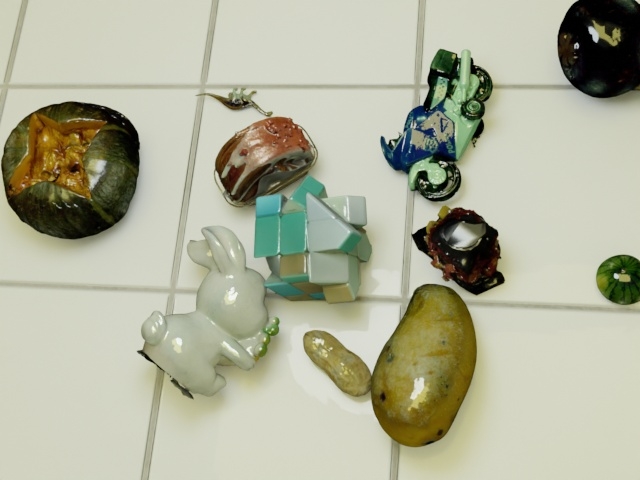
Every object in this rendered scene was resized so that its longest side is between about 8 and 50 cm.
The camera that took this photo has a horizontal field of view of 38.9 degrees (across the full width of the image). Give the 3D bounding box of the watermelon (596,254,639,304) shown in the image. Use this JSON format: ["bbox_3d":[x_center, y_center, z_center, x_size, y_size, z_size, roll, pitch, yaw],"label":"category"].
[{"bbox_3d":[0.598,0.072,1.785,0.105,0.062,0.105,-2,67,4],"label":"watermelon"}]

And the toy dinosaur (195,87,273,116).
[{"bbox_3d":[-0.192,-0.327,2.077,0.180,0.037,0.058,12,68,13],"label":"toy dinosaur"}]

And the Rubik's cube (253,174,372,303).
[{"bbox_3d":[0.000,0.000,1.833,0.213,0.224,0.265,-8,71,23],"label":"Rubik's cube"}]

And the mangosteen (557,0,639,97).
[{"bbox_3d":[0.609,-0.404,1.886,0.243,0.243,0.243,-3,70,8],"label":"mangosteen"}]

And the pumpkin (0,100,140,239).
[{"bbox_3d":[-0.548,-0.154,1.990,0.320,0.192,0.320,-2,71,7],"label":"pumpkin"}]

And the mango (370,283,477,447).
[{"bbox_3d":[0.208,0.238,1.745,0.176,0.175,0.329,33,58,-3],"label":"mango"}]

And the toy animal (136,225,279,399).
[{"bbox_3d":[-0.221,0.148,1.821,0.247,0.183,0.310,40,82,-14],"label":"toy animal"}]

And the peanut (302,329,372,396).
[{"bbox_3d":[0.033,0.241,1.808,0.174,0.080,0.080,40,81,18],"label":"peanut"}]

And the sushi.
[{"bbox_3d":[0.285,0.010,1.812,0.153,0.150,0.172,-24,68,0],"label":"sushi"}]

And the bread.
[{"bbox_3d":[-0.123,-0.172,1.917,0.224,0.212,0.142,-30,72,-1],"label":"bread"}]

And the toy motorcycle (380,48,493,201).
[{"bbox_3d":[0.244,-0.248,1.935,0.196,0.125,0.331,17,78,14],"label":"toy motorcycle"}]
